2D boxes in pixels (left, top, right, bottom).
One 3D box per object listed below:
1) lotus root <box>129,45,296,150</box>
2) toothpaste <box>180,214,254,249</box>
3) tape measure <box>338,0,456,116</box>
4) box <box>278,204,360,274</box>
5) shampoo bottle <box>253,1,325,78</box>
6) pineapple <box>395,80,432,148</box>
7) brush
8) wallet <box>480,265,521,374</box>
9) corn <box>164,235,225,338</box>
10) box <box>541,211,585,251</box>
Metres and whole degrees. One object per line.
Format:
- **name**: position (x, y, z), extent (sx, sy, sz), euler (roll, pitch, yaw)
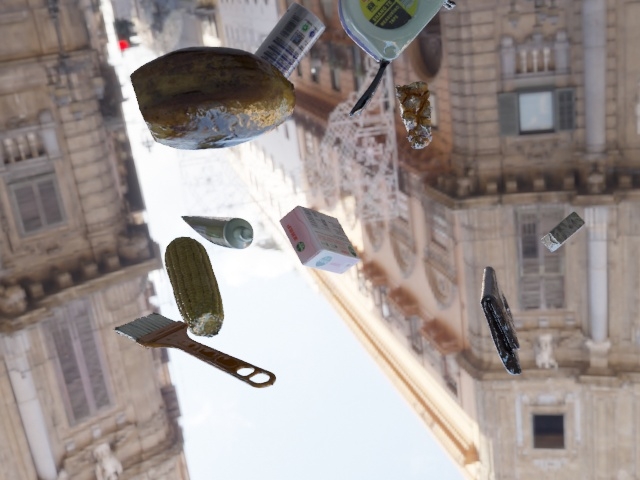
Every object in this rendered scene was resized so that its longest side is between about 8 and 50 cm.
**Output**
- **lotus root**: position (-0.193, -0.254, 1.449), extent (0.291, 0.193, 0.193), euler (-8, -161, -12)
- **toothpaste**: position (-0.209, -0.019, 1.628), extent (0.061, 0.098, 0.392), euler (-57, -160, -11)
- **tape measure**: position (0.106, -0.459, 1.725), extent (0.351, 0.215, 0.098), euler (-50, -171, -5)
- **box**: position (0.000, 0.000, 1.225), extent (0.043, 0.089, 0.125), euler (-38, 153, 20)
- **shampoo bottle**: position (-0.115, -0.364, 1.700), extent (0.303, 0.092, 0.092), euler (-53, -156, 2)
- **pineapple**: position (0.195, -0.260, 1.656), extent (0.069, 0.137, 0.116), euler (-6, -177, 1)
- **brush**: position (-0.184, 0.164, 1.183), extent (0.314, 0.017, 0.090), euler (16, -151, 38)
- **wallet**: position (0.388, 0.165, 1.702), extent (0.049, 0.182, 0.229), euler (-20, -169, 15)
- **corn**: position (-0.340, 0.125, 2.135), extent (0.131, 0.131, 0.344), euler (-12, -138, -12)
- **box**: position (0.589, -0.021, 1.917), extent (0.098, 0.045, 0.062), euler (-38, 169, -20)
